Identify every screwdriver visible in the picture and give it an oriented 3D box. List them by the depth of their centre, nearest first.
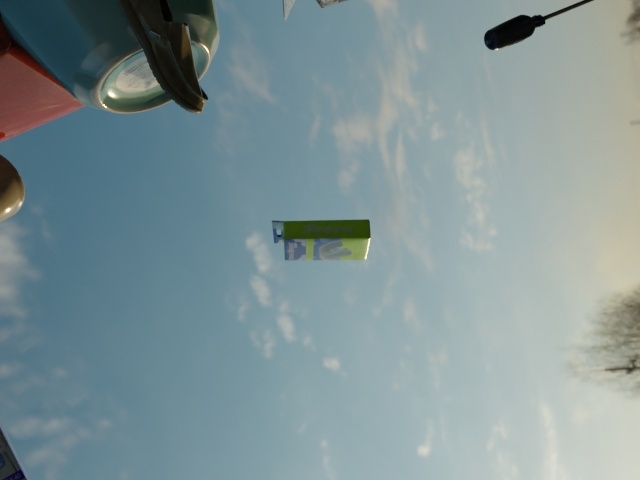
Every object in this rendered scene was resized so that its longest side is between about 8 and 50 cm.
[{"bbox_3d":[0.220,-0.212,0.665,0.170,0.025,0.024,-24,-116,-27],"label":"screwdriver"}]

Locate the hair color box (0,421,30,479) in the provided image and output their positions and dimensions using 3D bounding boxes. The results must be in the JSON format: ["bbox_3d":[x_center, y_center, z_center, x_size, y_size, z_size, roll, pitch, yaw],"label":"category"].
[{"bbox_3d":[-0.592,0.301,1.069,0.185,0.110,0.339,-28,-113,-26],"label":"hair color box"}]

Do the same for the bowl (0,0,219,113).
[{"bbox_3d":[-0.268,-0.297,1.000,0.311,0.311,0.163,-10,-111,-59],"label":"bowl"}]

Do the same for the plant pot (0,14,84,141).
[{"bbox_3d":[-0.622,-0.348,1.269,0.236,0.267,0.267,92,154,-85],"label":"plant pot"}]

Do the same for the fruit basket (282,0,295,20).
[{"bbox_3d":[0.000,-0.398,0.593,0.353,0.165,0.327,-86,-6,-57],"label":"fruit basket"}]

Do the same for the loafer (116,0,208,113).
[{"bbox_3d":[-0.153,-0.199,0.712,0.148,0.050,0.056,59,-169,-12],"label":"loafer"}]

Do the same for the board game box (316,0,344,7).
[{"bbox_3d":[0.044,-0.574,1.208,0.291,0.232,0.141,38,-131,-56],"label":"board game box"}]

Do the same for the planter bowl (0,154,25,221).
[{"bbox_3d":[-0.698,-0.092,1.408,0.109,0.162,0.162,-74,-38,-60],"label":"planter bowl"}]

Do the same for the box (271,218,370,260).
[{"bbox_3d":[0.000,0.000,1.305,0.109,0.178,0.042,93,176,-66],"label":"box"}]
